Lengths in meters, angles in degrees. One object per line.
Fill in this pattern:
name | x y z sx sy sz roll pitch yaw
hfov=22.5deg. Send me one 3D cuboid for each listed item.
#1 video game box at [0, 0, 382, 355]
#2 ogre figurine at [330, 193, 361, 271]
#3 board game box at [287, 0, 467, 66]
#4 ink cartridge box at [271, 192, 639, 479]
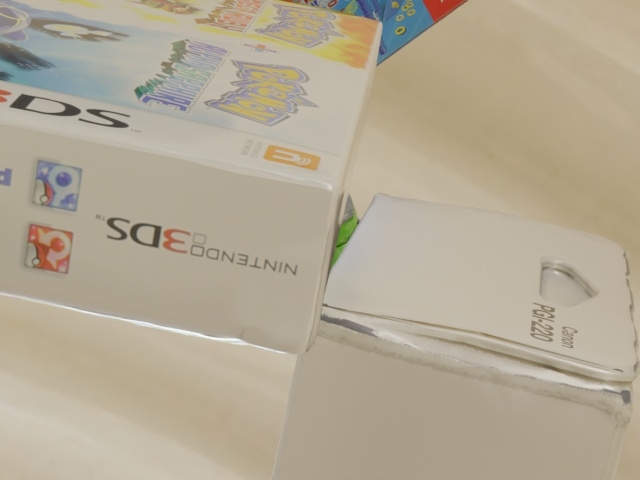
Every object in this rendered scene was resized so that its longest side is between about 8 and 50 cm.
video game box | -0.081 -0.041 0.436 0.205 0.187 0.048 -76 179 -72
ogre figurine | 0.000 0.000 1.127 0.118 0.097 0.197 -125 -141 -54
board game box | -0.102 -0.112 1.018 0.086 0.302 0.308 59 -17 -20
ink cartridge box | 0.028 0.109 0.497 0.158 0.092 0.217 -57 161 -74
